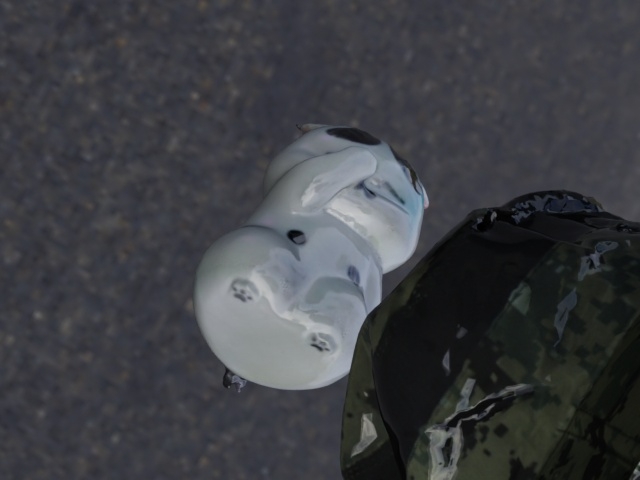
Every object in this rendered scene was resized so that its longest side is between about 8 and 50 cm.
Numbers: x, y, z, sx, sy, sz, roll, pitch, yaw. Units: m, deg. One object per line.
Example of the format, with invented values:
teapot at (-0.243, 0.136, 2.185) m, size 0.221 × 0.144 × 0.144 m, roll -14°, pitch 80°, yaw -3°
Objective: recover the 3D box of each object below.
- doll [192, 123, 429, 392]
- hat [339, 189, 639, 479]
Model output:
doll at (-0.002, 0.004, 1.129) m, size 0.181 × 0.110 × 0.107 m, roll -58°, pitch -173°, yaw -31°
hat at (0.080, 0.058, 0.600) m, size 0.265 × 0.128 × 0.265 m, roll -44°, pitch 155°, yaw -27°
